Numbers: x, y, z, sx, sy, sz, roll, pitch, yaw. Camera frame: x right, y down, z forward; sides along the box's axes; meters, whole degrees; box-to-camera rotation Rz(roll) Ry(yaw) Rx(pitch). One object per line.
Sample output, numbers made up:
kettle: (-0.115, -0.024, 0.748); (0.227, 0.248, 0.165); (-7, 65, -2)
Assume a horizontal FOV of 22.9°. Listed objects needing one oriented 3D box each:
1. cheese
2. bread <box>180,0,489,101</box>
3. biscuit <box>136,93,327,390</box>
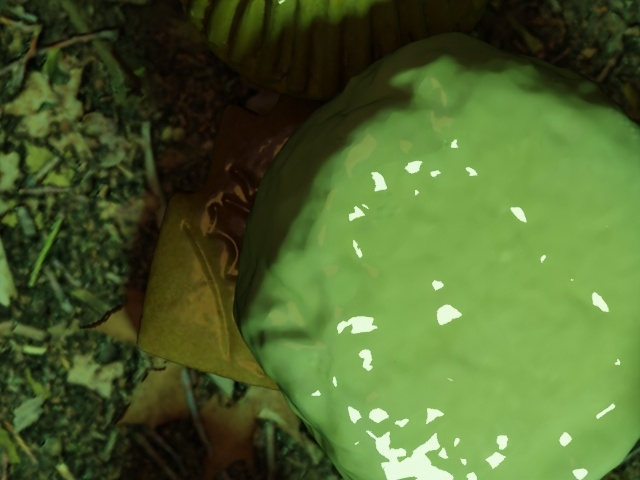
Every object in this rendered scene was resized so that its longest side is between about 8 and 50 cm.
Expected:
cheese: (0.109, 0.028, 1.038); (0.326, 0.115, 0.318); (6, 100, -18)
bread: (0.006, -0.212, 1.090); (0.240, 0.139, 0.240); (-1, 63, 3)
biscuit: (0.000, 0.000, 1.140); (0.306, 0.043, 0.284); (-32, 84, 1)
